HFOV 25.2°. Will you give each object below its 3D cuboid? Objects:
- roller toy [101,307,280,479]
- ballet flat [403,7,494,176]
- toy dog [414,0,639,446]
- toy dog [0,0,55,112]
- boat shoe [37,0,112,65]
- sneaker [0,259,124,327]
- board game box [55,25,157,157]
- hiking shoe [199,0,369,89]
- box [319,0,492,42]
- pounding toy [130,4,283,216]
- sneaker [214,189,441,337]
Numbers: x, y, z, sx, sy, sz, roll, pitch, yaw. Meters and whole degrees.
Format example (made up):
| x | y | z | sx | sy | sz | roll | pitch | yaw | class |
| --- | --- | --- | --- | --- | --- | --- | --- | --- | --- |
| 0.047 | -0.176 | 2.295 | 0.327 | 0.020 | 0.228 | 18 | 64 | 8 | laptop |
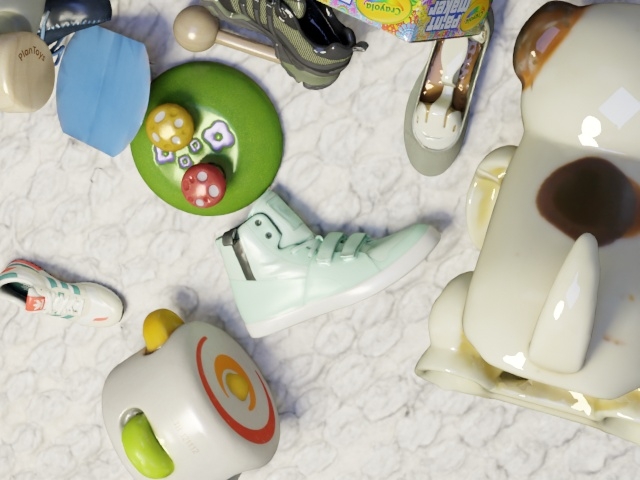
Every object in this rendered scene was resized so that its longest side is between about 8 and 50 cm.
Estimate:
| x | y | z | sx | sy | sz | roll | pitch | yaw | class |
| --- | --- | --- | --- | --- | --- | --- | --- | --- | --- |
| -0.145 | 0.197 | 1.675 | 0.146 | 0.209 | 0.191 | -33 | 134 | 20 | roller toy |
| 0.134 | -0.164 | 1.560 | 0.072 | 0.068 | 0.213 | 17 | 111 | 6 | ballet flat |
| 0.257 | -0.039 | 1.429 | 0.285 | 0.395 | 0.407 | 12 | 77 | 22 | toy dog |
| -0.344 | -0.288 | 1.483 | 0.220 | 0.333 | 0.161 | -13 | 146 | 15 | toy dog |
| -0.344 | -0.229 | 1.633 | 0.258 | 0.109 | 0.089 | -6 | 95 | 30 | boat shoe |
| -0.321 | 0.075 | 1.732 | 0.161 | 0.075 | 0.057 | 20 | 111 | 6 | sneaker |
| -0.238 | -0.171 | 1.635 | 0.169 | 0.033 | 0.133 | 26 | 106 | 41 | board game box |
| -0.047 | -0.267 | 1.537 | 0.227 | 0.086 | 0.114 | 38 | 147 | -11 | hiking shoe |
| 0.048 | -0.379 | 1.408 | 0.290 | 0.177 | 0.279 | 29 | 113 | 22 | box |
| -0.131 | -0.125 | 1.608 | 0.183 | 0.110 | 0.236 | 27 | 112 | 3 | pounding toy |
| -0.001 | 0.000 | 1.630 | 0.256 | 0.094 | 0.151 | -23 | 98 | 17 | sneaker |
